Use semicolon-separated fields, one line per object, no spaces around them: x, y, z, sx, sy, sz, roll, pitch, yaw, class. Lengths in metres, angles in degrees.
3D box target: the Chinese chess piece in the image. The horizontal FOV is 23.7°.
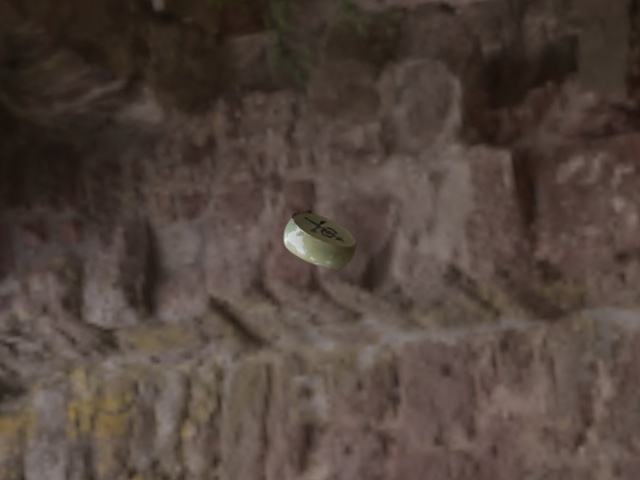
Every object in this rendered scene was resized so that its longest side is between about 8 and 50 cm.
0.000;0.000;1.707;0.034;0.084;0.084;-67;-13;20;Chinese chess piece
